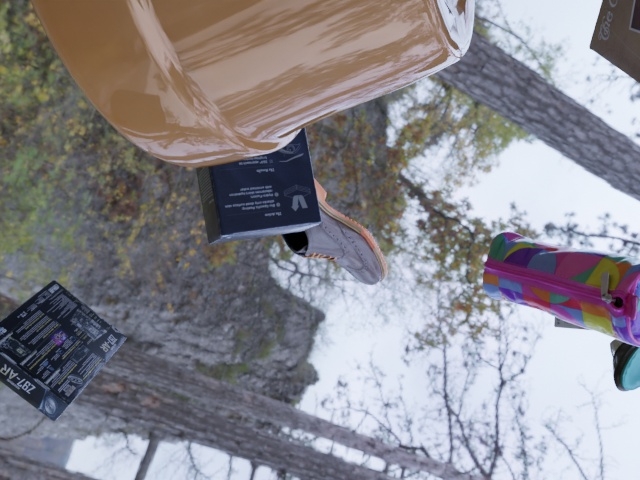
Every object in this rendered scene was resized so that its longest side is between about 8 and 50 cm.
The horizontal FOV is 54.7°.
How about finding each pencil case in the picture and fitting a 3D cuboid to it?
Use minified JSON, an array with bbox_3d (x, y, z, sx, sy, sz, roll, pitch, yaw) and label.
[{"bbox_3d":[0.296,0.051,0.731,0.236,0.104,0.104,16,-96,62],"label":"pencil case"}]

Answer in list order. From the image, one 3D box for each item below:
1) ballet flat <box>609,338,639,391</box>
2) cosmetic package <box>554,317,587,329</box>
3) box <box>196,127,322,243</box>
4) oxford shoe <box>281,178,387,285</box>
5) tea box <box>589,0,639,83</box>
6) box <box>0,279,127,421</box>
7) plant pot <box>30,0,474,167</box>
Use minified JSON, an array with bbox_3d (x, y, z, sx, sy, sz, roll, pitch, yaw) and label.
[{"bbox_3d":[0.711,0.234,1.365,0.280,0.095,0.096,-32,-165,-22],"label":"ballet flat"},{"bbox_3d":[0.425,0.116,0.959,0.060,0.115,0.041,-3,95,-65],"label":"cosmetic package"},{"bbox_3d":[-0.097,-0.085,0.923,0.093,0.156,0.158,161,-80,-66],"label":"box"},{"bbox_3d":[0.000,0.000,1.316,0.130,0.364,0.132,-15,-140,51],"label":"oxford shoe"},{"bbox_3d":[0.489,-0.309,0.579,0.220,0.324,0.329,-111,-166,-46],"label":"tea box"},{"bbox_3d":[-0.175,0.069,0.407,0.018,0.067,0.083,-45,-171,21],"label":"box"},{"bbox_3d":[-0.018,-0.202,0.408,0.204,0.291,0.290,-3,-123,24],"label":"plant pot"}]
